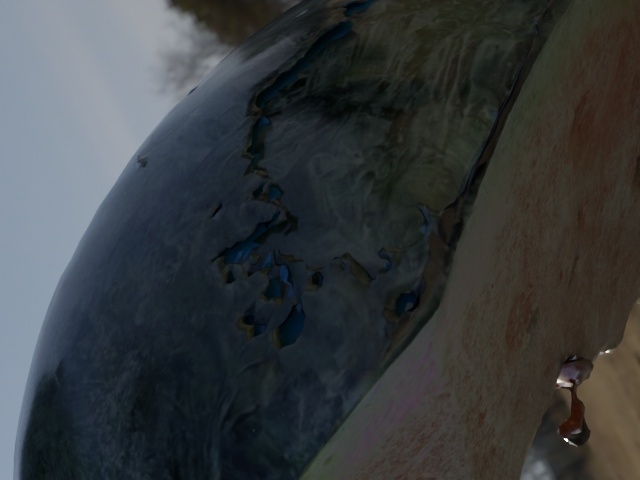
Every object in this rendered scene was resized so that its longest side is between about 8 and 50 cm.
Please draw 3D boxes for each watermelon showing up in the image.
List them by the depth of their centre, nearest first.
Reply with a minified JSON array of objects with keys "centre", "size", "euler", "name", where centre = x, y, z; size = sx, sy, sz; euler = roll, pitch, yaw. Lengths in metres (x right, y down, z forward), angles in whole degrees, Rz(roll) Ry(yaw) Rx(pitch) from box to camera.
[{"centre":[-0.006,-0.001,0.494],"size":[0.322,0.175,0.188],"euler":[-57,-31,-36],"name":"watermelon"}]
